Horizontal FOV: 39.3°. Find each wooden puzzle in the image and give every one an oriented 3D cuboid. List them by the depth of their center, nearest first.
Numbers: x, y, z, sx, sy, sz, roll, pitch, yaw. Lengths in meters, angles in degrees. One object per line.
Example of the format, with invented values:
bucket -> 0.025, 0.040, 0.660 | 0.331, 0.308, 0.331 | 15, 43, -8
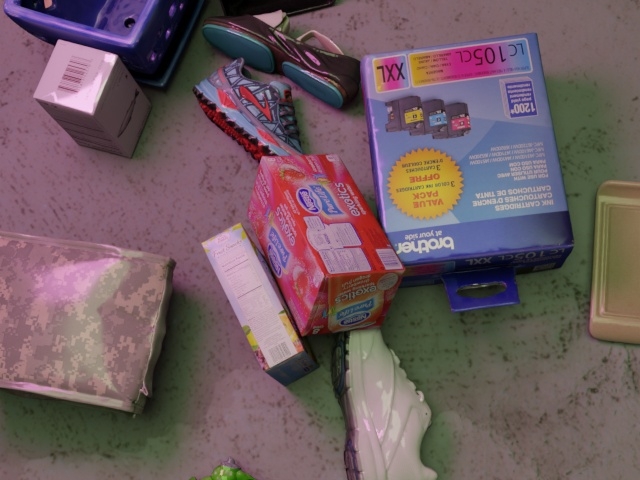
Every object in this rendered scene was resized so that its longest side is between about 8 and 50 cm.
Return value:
wooden puzzle -> 0.512, 0.038, 1.318 | 0.220, 0.044, 0.239 | 5, 80, 8

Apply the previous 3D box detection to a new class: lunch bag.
lunch bag -> -0.359, 0.124, 1.326 | 0.286, 0.169, 0.235 | 8, 75, 13

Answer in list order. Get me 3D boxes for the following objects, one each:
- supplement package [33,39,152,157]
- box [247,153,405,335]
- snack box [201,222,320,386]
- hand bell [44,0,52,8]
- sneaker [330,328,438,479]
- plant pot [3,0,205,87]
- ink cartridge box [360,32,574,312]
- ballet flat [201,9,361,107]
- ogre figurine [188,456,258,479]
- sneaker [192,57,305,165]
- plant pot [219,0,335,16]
supplement package -> -0.354, -0.219, 1.415 | 0.105, 0.179, 0.105 | 16, 77, 11
box -> 0.000, 0.000, 1.277 | 0.128, 0.123, 0.257 | -4, 45, -26
snack box -> -0.083, 0.097, 1.297 | 0.070, 0.174, 0.207 | -29, 74, -2
hand bell -> -0.485, -0.481, 1.472 | 0.126, 0.242, 0.126 | -2, 74, 5
sneaker -> 0.088, 0.228, 1.292 | 0.129, 0.111, 0.297 | -5, 77, -12
plant pot -> -0.324, -0.389, 1.443 | 0.235, 0.212, 0.236 | 18, 78, 11
ink cartridge box -> 0.214, -0.085, 1.331 | 0.269, 0.151, 0.396 | -7, 75, 5
ballet flat -> -0.054, -0.309, 1.457 | 0.280, 0.095, 0.096 | 29, 69, 9
ogre figurine -> -0.155, 0.394, 1.269 | 0.197, 0.097, 0.118 | -34, 91, 12
sneaker -> -0.081, -0.197, 1.418 | 0.262, 0.104, 0.125 | 43, 81, 15
plant pot -> -0.091, -0.491, 1.469 | 0.188, 0.187, 0.167 | -12, 62, 3
